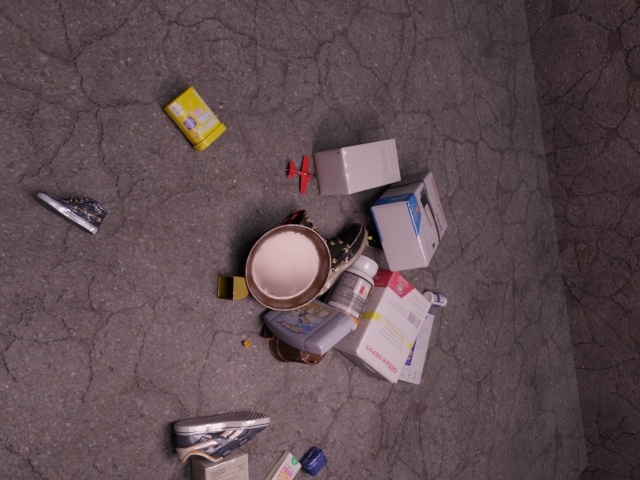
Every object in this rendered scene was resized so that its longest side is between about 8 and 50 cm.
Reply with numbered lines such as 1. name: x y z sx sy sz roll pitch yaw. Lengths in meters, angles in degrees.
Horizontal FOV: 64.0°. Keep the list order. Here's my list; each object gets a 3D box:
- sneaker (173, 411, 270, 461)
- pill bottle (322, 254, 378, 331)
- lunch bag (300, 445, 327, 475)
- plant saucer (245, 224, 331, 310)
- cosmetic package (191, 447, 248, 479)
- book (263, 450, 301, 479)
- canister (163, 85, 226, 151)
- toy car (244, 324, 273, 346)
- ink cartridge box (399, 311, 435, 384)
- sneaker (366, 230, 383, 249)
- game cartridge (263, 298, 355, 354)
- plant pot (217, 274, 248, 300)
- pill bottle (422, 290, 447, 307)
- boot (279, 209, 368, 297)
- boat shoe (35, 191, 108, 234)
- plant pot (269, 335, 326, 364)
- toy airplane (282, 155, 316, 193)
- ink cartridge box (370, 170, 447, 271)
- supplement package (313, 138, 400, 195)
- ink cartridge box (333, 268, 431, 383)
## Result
1. sneaker: -0.321 0.642 1.679 0.322 0.126 0.127 3 84 -28
2. pill bottle: 0.115 0.201 2.004 0.162 0.162 0.278 39 67 -32
3. lunch bag: -0.024 0.836 1.954 0.098 0.067 0.065 -38 113 -34
4. plant saucer: -0.114 0.091 1.781 0.311 0.050 0.310 -5 105 -21
5. cosmetic package: -0.326 0.856 1.681 0.160 0.113 0.309 -3 91 -39
6. book: -0.141 0.864 1.886 0.144 0.035 0.096 -49 123 -29
7. canister: -0.401 -0.390 1.637 0.126 0.073 0.169 -51 118 -27
8. toy car: -0.222 0.342 1.824 0.122 0.060 0.040 -10 142 -22
9. ink cartridge box: 0.413 0.470 2.310 0.166 0.065 0.332 25 76 -36
10. sneaker: 0.271 0.002 2.169 0.235 0.097 0.084 1 90 -39
11. game cartridge: -0.053 0.285 1.781 0.198 0.297 0.062 -30 125 -37
12. plant pot: -0.288 0.158 1.732 0.083 0.082 0.081 4 88 -51
13. pill bottle: 0.540 0.279 2.409 0.120 0.067 0.066 16 80 -38
14. boot: 0.000 0.000 1.930 0.377 0.138 0.284 -47 118 -21
15. boat shoe: -0.685 -0.098 1.419 0.183 0.065 0.083 42 63 -38
16. plant pot: -0.071 0.374 1.851 0.167 0.165 0.166 -1 91 -40
17. toy airplane: -0.074 -0.256 1.932 0.151 0.028 0.151 2 88 -39
18. ink cartridge box: 0.380 -0.092 2.128 0.395 0.167 0.285 -46 121 -55
19. supplement package: 0.145 -0.289 2.014 0.293 0.175 0.177 -17 102 -38
20. ink cartridge box: 0.258 0.350 2.120 0.279 0.161 0.384 43 65 -31
